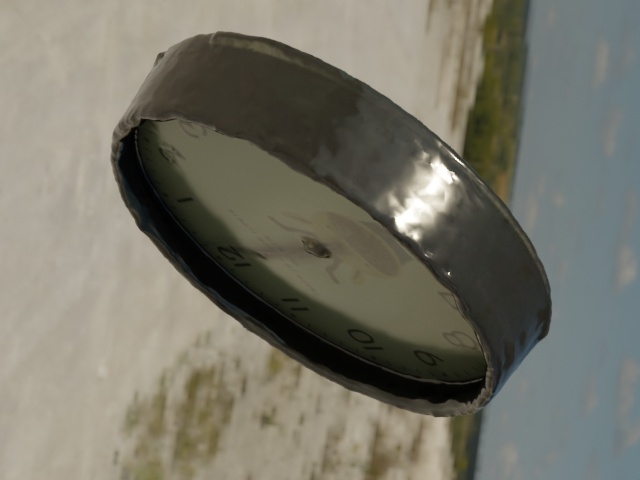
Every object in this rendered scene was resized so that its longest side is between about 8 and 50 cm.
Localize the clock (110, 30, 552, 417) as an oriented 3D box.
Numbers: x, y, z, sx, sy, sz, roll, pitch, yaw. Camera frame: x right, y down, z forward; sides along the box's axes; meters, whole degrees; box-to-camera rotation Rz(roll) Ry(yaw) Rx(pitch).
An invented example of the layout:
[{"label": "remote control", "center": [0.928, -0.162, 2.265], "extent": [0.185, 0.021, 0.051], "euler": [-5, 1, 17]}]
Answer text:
[{"label": "clock", "center": [0.000, 0.000, 0.590], "extent": [0.040, 0.184, 0.184], "euler": [-53, 162, -23]}]
